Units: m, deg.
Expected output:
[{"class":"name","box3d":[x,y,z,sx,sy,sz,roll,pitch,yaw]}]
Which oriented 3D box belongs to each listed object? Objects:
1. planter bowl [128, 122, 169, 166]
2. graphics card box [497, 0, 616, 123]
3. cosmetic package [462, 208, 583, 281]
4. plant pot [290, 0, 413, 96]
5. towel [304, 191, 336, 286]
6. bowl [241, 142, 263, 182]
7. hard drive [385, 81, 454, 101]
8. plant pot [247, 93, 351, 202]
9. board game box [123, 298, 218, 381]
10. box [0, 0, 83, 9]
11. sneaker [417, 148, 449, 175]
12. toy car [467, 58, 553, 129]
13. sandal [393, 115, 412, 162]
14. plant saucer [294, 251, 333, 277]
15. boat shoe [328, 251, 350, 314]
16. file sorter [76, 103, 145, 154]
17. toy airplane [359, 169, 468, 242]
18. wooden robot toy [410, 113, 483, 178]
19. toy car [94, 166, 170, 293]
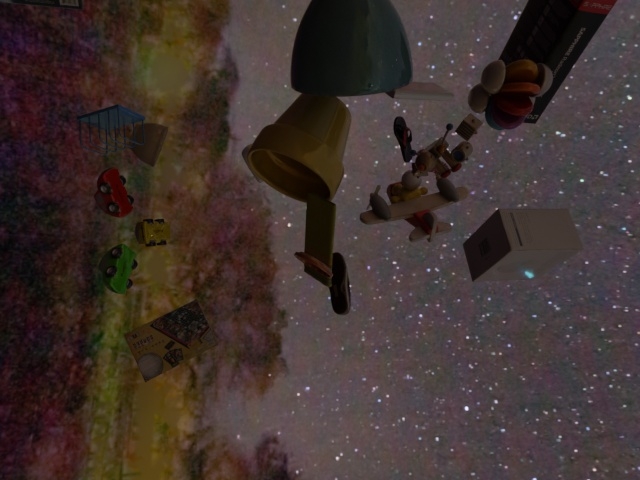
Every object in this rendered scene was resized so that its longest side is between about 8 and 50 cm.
[{"class":"planter bowl","box3d":[-0.642,-0.367,1.633,0.162,0.109,0.162,-51,-153,39]},{"class":"graphics card box","box3d":[0.617,-0.543,1.222,0.371,0.094,0.233,106,-16,-51]},{"class":"cosmetic package","box3d":[0.580,0.017,1.292,0.224,0.224,0.138,111,-23,-61]},{"class":"plant pot","box3d":[0.067,-0.462,0.997,0.290,0.289,0.196,-117,-161,-56]},{"class":"towel","box3d":[0.000,0.000,1.123,0.102,0.021,0.238,30,-51,38]},{"class":"bowl","box3d":[-0.231,-0.304,1.680,0.142,0.053,0.142,58,21,-20]},{"class":"hard drive","box3d":[0.444,-0.708,2.083,0.203,0.307,0.040,-118,-151,-51]},{"class":"plant pot","box3d":[-0.034,-0.263,1.197,0.239,0.253,0.254,-65,-166,-19]},{"class":"board game box","box3d":[-0.473,0.316,1.410,0.165,0.243,0.042,64,-13,4]},{"class":"box","box3d":[-0.502,-0.411,0.690,0.159,0.232,0.044,-123,-145,-46]},{"class":"sneaker","box3d":[0.330,-0.217,1.308,0.047,0.119,0.057,-43,-160,56]},{"class":"toy car","box3d":[0.454,-0.336,1.056,0.182,0.159,0.137,104,-14,-72]},{"class":"sandal","box3d":[0.302,-0.356,1.548,0.040,0.067,0.179,14,-40,45]},{"class":"plant saucer","box3d":[-0.012,0.044,0.831,0.013,0.083,0.083,-59,-162,-9]},{"class":"boat shoe","box3d":[0.078,0.181,1.819,0.095,0.095,0.258,34,51,-63]},{"class":"file sorter","box3d":[-0.673,-0.352,1.427,0.118,0.170,0.105,11,72,-70]},{"class":"toy airplane","box3d":[0.404,-0.165,1.903,0.384,0.386,0.273,8,-58,30]},{"class":"wooden robot toy","box3d":[0.201,-0.138,0.759,0.076,0.079,0.173,51,-36,-4]},{"class":"toy car","box3d":[-0.404,0.003,0.901,0.239,0.053,0.225,64,24,-55]}]
